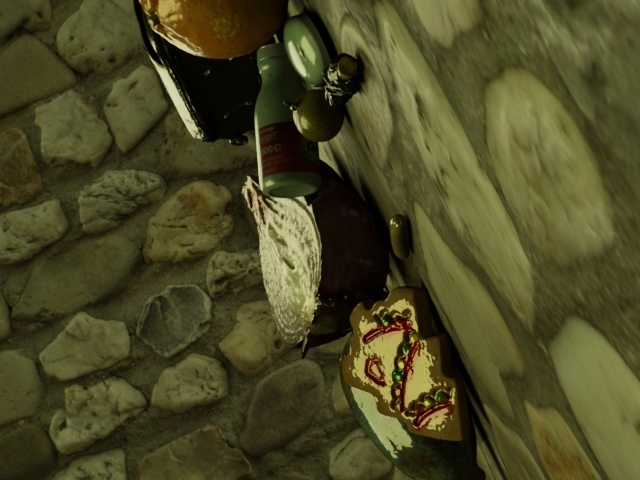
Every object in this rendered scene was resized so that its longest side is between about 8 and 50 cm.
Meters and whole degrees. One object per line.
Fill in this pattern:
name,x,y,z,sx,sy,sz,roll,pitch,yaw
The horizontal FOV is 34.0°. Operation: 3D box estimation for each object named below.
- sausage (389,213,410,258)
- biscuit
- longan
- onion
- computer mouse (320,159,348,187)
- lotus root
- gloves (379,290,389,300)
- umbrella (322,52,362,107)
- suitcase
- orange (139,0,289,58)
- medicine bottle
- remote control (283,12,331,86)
sausage,0.099,-0.004,1.312,0.132,0.024,0.024,68,176,-71
biscuit,0.119,0.180,1.438,0.238,0.041,0.212,51,130,24
longan,-0.010,-0.166,1.375,0.075,0.083,0.075,-163,90,-74
onion,0.000,0.000,1.667,0.348,0.159,0.267,-116,35,-42
computer mouse,0.027,-0.049,1.825,0.295,0.087,0.168,50,166,18
lotus root,0.142,0.262,1.553,0.322,0.158,0.140,57,-167,24
gloves,0.044,0.016,2.030,0.142,0.119,0.285,-47,60,54
umbrella,0.022,-0.171,1.121,0.144,0.040,0.037,121,133,-86
suitcase,-0.178,-0.346,1.687,0.434,0.194,0.283,75,-177,-72
orange,-0.140,-0.334,1.307,0.219,0.193,0.219,54,155,39
medicine bottle,-0.051,-0.175,1.524,0.090,0.090,0.216,75,-171,-77
remote control,-0.019,-0.234,1.315,0.256,0.045,0.097,-113,-1,-83
